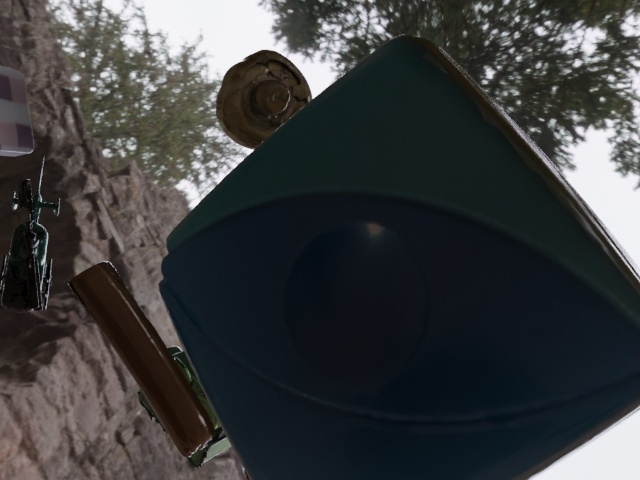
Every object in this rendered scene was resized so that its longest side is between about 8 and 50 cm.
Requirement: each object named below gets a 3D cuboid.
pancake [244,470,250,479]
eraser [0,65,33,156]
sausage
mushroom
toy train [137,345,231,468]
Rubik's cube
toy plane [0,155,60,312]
[{"bbox_3d":[-0.051,0.187,0.908,0.054,0.197,0.376,5,-90,17],"label":"pancake"},{"bbox_3d":[-0.382,-0.156,0.778,0.026,0.065,0.105,-9,-90,17],"label":"eraser"},{"bbox_3d":[-0.095,0.064,0.350,0.026,0.026,0.116,-34,-93,16],"label":"sausage"},{"bbox_3d":[-0.080,-0.206,0.959,0.154,0.122,0.154,0,-89,-23],"label":"mushroom"},{"bbox_3d":[-0.277,0.365,1.479,0.272,0.159,0.188,41,-63,21],"label":"toy train"},{"bbox_3d":[0.106,0.066,0.633,0.351,0.347,0.352,-42,-114,17],"label":"Rubik's cube"},{"bbox_3d":[-0.591,0.007,1.319,0.107,0.381,0.155,10,-41,-23],"label":"toy plane"}]
